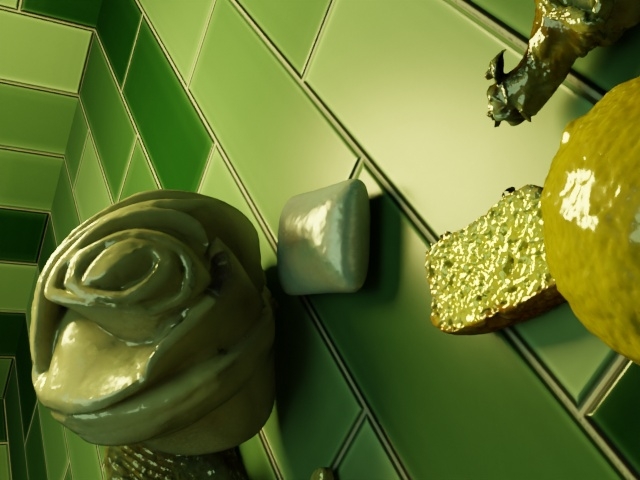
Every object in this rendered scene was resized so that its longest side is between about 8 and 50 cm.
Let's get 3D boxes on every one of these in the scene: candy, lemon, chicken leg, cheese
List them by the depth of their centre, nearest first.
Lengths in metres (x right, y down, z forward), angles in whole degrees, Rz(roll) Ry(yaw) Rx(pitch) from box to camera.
[{"bbox_3d":[0.234,-0.010,0.460,0.231,0.192,0.192,-124,48,-65],"label":"lemon"},{"bbox_3d":[0.211,-0.187,0.639,0.103,0.088,0.228,43,118,38],"label":"chicken leg"},{"bbox_3d":[0.011,0.316,0.928,0.083,0.030,0.044,-113,35,-49],"label":"cheese"},{"bbox_3d":[0.000,0.000,0.968,0.174,0.071,0.138,-10,75,59],"label":"candy"}]

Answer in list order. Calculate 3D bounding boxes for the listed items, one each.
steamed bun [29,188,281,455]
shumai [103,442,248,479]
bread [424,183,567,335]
[{"bbox_3d":[-0.218,0.088,1.030,0.255,0.342,0.368,105,163,-61],"label":"steamed bun"},{"bbox_3d":[-0.184,0.354,1.177,0.222,0.203,0.272,-26,86,24],"label":"shumai"},{"bbox_3d":[0.171,0.021,0.687,0.187,0.065,0.103,-44,46,49],"label":"bread"}]
